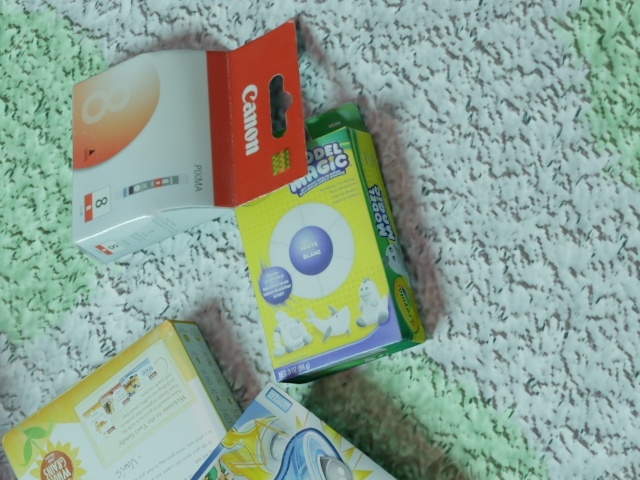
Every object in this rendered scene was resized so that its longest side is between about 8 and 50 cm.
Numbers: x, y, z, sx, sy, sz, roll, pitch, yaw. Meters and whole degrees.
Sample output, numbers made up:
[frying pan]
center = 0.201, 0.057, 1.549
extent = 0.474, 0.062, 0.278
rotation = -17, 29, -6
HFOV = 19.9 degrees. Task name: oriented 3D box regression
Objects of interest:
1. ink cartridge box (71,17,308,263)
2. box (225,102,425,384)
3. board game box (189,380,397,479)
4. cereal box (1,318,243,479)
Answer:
[ink cartridge box]
center = -0.098, -0.078, 1.299
extent = 0.179, 0.045, 0.145
rotation = -24, 52, 26
[box]
center = 0.000, 0.000, 1.269
extent = 0.105, 0.043, 0.179
rotation = -21, 74, 25
[board game box]
center = 0.003, 0.207, 1.214
extent = 0.201, 0.035, 0.136
rotation = 36, 83, 17
[cereal box]
center = -0.111, 0.201, 1.304
extent = 0.173, 0.047, 0.240
rotation = -34, 72, 19
